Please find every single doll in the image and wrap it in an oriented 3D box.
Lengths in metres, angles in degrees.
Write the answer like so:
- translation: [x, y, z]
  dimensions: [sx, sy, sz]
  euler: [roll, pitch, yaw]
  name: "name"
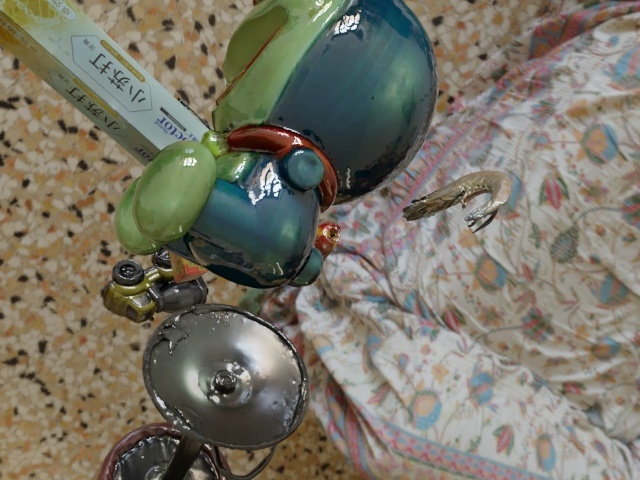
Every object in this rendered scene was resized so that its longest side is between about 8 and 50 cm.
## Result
- translation: [-0.018, -0.093, 0.566]
  dimensions: [0.186, 0.198, 0.322]
  euler: [37, 72, -17]
  name: "doll"

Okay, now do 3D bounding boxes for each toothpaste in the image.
- translation: [-0.268, -0.194, 0.845]
  dimensions: [0.071, 0.089, 0.313]
  euler: [-17, 129, 45]
  name: "toothpaste"

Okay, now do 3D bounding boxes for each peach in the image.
- translation: [0.000, 0.000, 1.315]
  dimensions: [0.050, 0.077, 0.083]
  euler: [24, 148, -14]
  name: "peach"

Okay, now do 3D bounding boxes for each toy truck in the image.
- translation: [-0.388, 0.121, 1.611]
  dimensions: [0.224, 0.165, 0.147]
  euler: [-26, 152, -43]
  name: "toy truck"

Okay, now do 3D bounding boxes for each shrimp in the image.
- translation: [0.265, -0.065, 1.317]
  dimensions: [0.219, 0.152, 0.046]
  euler: [-21, 125, 15]
  name: "shrimp"

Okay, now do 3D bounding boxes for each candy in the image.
- translation: [-0.201, -0.003, 1.002]
  dimensions: [0.038, 0.062, 0.122]
  euler: [-9, 81, -29]
  name: "candy"

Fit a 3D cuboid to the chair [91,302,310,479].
- translation: [-0.193, 0.300, 0.988]
  dimensions: [0.226, 0.227, 0.401]
  euler: [17, 130, -18]
  name: "chair"
